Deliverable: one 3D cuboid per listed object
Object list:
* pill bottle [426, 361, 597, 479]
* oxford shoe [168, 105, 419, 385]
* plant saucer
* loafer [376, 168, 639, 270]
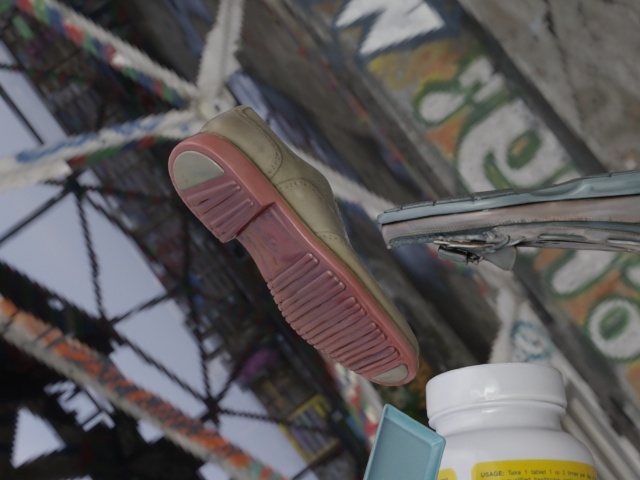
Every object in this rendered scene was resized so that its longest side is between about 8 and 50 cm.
[{"bbox_3d":[0.187,0.299,1.312,0.188,0.188,0.334,75,-168,-69],"label":"pill bottle"},{"bbox_3d":[0.000,0.000,1.400,0.348,0.130,0.123,51,137,-11],"label":"oxford shoe"},{"bbox_3d":[0.055,0.228,1.085,0.067,0.192,0.018,33,138,-17],"label":"plant saucer"},{"bbox_3d":[0.185,-0.008,1.192,0.096,0.267,0.084,-19,-80,-78],"label":"loafer"}]
